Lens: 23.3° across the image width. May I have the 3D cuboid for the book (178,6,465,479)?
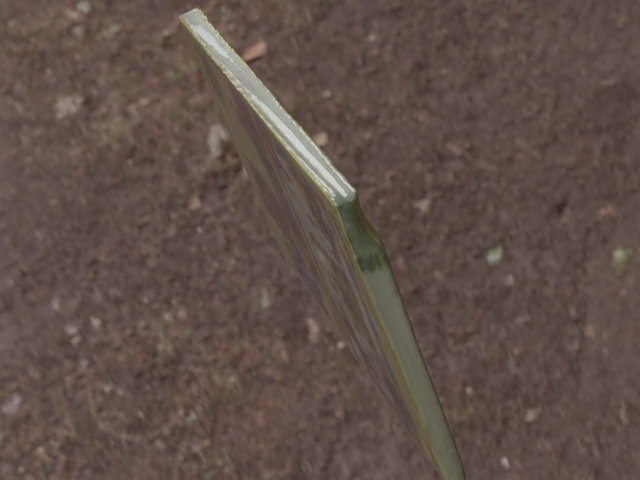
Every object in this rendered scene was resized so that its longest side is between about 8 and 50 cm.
[{"bbox_3d":[0.000,0.000,0.700,0.013,0.168,0.192,-28,38,-7],"label":"book"}]
